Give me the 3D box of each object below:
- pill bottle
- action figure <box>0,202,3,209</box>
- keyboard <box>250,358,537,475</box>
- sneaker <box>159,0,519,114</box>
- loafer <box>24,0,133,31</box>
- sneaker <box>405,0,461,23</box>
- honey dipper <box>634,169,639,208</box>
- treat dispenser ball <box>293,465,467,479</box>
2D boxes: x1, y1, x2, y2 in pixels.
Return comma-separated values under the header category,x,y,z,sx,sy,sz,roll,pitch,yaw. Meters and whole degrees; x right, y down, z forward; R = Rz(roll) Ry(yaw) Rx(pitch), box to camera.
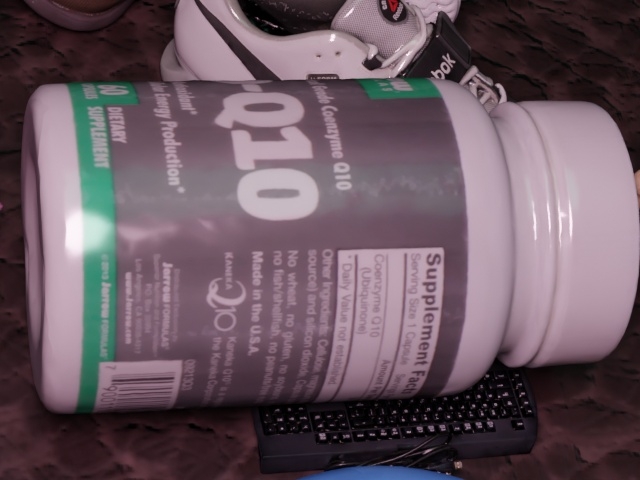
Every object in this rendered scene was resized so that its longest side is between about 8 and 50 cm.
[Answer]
category,x,y,z,sx,sy,sz,roll,pitch,yaw
pill bottle,0.000,0.000,1.170,0.361,0.204,0.204,-2,55,-13
action figure,-0.283,-0.144,1.105,0.248,0.370,0.275,19,67,15
keyboard,0.053,0.115,1.205,0.192,0.038,0.100,-4,56,-14
sneaker,0.048,-0.108,1.301,0.331,0.146,0.122,22,52,2
loafer,-0.093,-0.315,1.376,0.134,0.130,0.366,31,68,-16
sneaker,0.062,-0.264,1.400,0.153,0.094,0.235,-19,73,-54
honey dipper,0.191,0.005,1.236,0.030,0.160,0.030,6,53,-7
treat dispenser ball,0.031,0.258,0.937,0.288,0.288,0.288,6,54,-8
